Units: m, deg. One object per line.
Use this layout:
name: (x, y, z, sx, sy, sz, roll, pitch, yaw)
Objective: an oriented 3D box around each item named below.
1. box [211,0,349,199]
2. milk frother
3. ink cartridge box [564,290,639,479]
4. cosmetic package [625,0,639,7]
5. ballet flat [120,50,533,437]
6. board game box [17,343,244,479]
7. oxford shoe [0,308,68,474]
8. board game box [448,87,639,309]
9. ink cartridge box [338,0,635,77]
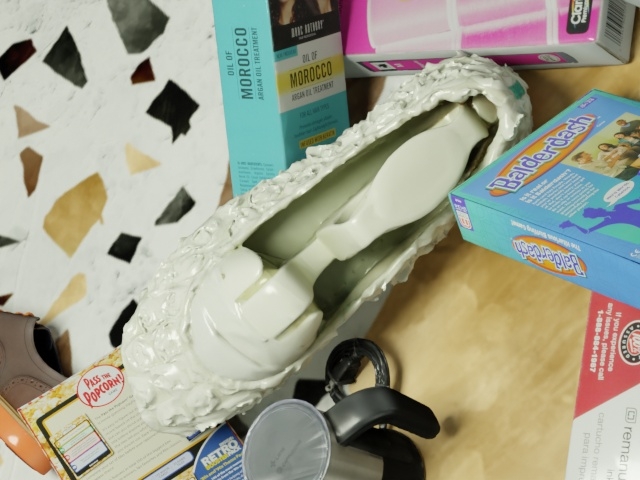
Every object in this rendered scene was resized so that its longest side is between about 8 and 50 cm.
box: (-0.031, -0.144, 1.504, 0.060, 0.100, 0.244, 5, 109, 35)
milk frother: (0.006, 0.143, 1.430, 0.143, 0.134, 0.129, 41, 100, 37)
ink cartridge box: (0.313, 0.136, 1.224, 0.272, 0.114, 0.197, 1, 75, 35)
cosmetic package: (0.290, -0.197, 1.310, 0.231, 0.117, 0.085, 30, 87, 22)
ballet flat: (0.000, 0.000, 1.419, 0.409, 0.147, 0.147, -43, 54, 2)
board game box: (-0.149, 0.180, 1.549, 0.146, 0.045, 0.193, -32, 55, -9)
oxford shoe: (-0.301, 0.101, 1.706, 0.098, 0.097, 0.271, -44, 60, -5)
board game box: (0.219, -0.033, 1.310, 0.160, 0.047, 0.210, -35, 33, -22)
ink cartridge box: (0.094, -0.230, 1.535, 0.370, 0.069, 0.176, 0, 76, 38)
